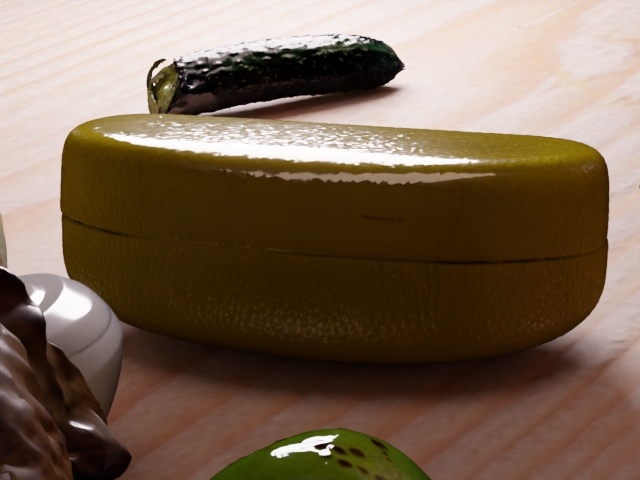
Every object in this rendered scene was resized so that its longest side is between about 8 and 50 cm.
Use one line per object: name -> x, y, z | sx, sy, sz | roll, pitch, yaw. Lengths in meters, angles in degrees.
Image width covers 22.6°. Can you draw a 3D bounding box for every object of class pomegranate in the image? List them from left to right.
pomegranate -> -0.004, 0.148, 0.754 | 0.143, 0.122, 0.169 | 24, -12, -41

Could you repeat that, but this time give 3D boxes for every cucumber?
cucumber -> -0.038, -0.157, 1.475 | 0.245, 0.067, 0.067 | -13, 27, -16

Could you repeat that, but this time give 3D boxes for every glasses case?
glasses case -> 0.000, 0.000, 1.055 | 0.371, 0.141, 0.173 | 4, 12, 15

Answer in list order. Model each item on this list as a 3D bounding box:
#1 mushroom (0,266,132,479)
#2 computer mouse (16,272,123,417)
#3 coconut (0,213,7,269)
mushroom -> -0.086, 0.157, 0.544 | 0.331, 0.356, 0.334 | 17, -22, -17
computer mouse -> -0.246, 0.108, 0.890 | 0.297, 0.121, 0.184 | -17, 19, 2
coconut -> -0.282, 0.015, 1.042 | 0.162, 0.161, 0.161 | -18, 29, -39
